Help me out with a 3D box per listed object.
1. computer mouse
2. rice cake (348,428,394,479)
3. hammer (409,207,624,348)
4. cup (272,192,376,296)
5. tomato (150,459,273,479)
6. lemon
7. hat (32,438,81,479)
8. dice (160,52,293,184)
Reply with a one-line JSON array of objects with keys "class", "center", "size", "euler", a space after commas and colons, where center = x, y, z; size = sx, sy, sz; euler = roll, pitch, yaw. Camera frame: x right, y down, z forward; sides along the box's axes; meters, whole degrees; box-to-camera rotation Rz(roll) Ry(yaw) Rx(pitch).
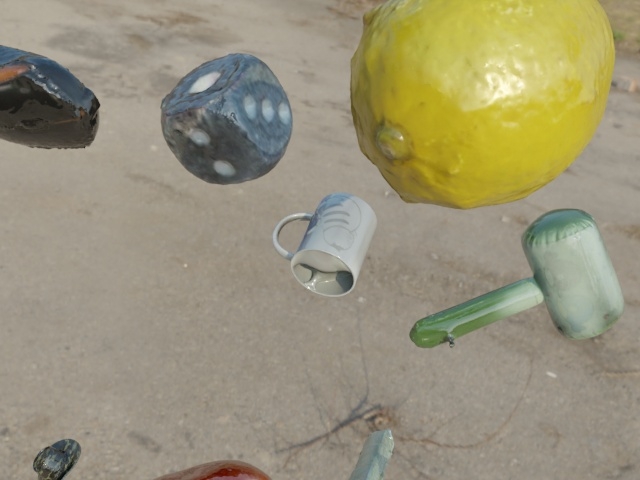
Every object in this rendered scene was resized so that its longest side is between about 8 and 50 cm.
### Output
[{"class": "computer mouse", "center": [-0.500, -0.225, 1.137], "size": [0.323, 0.183, 0.116], "euler": [16, 66, 28]}, {"class": "rice cake", "center": [0.122, 0.525, 1.654], "size": [0.066, 0.063, 0.336], "euler": [-21, 3, 15]}, {"class": "hammer", "center": [0.298, 0.095, 1.117], "size": [0.335, 0.206, 0.119], "euler": [-24, 12, 9]}, {"class": "cup", "center": [0.006, -0.004, 1.045], "size": [0.136, 0.099, 0.133], "euler": [32, 49, -9]}, {"class": "tomato", "center": [-0.123, 0.323, 0.745], "size": [0.187, 0.187, 0.151], "euler": [-5, 21, -29]}, {"class": "lemon", "center": [0.150, -0.148, 0.659], "size": [0.233, 0.233, 0.288], "euler": [26, 49, 27]}, {"class": "hat", "center": [-0.513, 0.426, 1.335], "size": [0.050, 0.121, 0.121], "euler": [47, 6, -35]}, {"class": "dice", "center": [-0.169, -0.222, 1.296], "size": [0.181, 0.183, 0.182], "euler": [-7, 45, 32]}]
